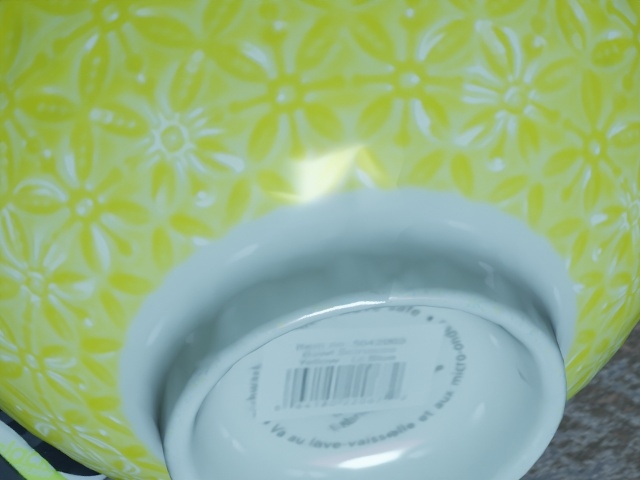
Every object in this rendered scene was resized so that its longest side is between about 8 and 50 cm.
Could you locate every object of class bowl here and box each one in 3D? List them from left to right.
[{"bbox_3d":[0.000,0.000,0.490,0.289,0.156,0.289,-7,135,-7],"label":"bowl"}]

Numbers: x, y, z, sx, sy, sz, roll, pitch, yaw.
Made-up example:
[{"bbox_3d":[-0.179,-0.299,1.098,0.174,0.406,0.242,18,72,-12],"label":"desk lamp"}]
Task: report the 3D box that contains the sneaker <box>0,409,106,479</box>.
[{"bbox_3d":[-0.133,0.037,0.692,0.097,0.084,0.235,-28,144,-2],"label":"sneaker"}]
